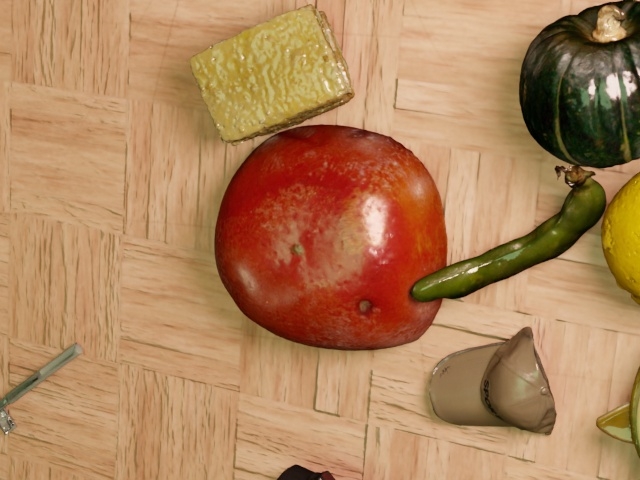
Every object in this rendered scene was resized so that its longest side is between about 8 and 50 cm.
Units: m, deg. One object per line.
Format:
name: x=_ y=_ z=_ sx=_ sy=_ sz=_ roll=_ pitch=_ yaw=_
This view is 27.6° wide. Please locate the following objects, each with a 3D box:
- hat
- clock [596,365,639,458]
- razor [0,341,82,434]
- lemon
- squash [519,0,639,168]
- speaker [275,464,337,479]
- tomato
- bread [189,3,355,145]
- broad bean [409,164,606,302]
hat: x=0.218 y=0.202 z=1.669 sx=0.175 sy=0.085 sz=0.147 roll=-14 pitch=97 yaw=25
clock: x=0.510 y=0.205 z=1.523 sx=0.348 sy=0.117 sz=0.286 roll=-28 pitch=91 yaw=28
razor: x=-0.442 y=0.217 z=1.999 sx=0.211 sy=0.036 sz=0.084 roll=-36 pitch=89 yaw=27
lemon: x=0.410 y=-0.005 z=1.486 sx=0.173 sy=0.173 sz=0.206 roll=39 pitch=124 yaw=11
squash: x=0.327 y=-0.178 z=1.458 sx=0.218 sy=0.218 sz=0.172 roll=-21 pitch=102 yaw=27
speaker: x=0.096 y=0.442 z=1.781 sx=0.330 sy=0.198 sz=0.259 roll=18 pitch=150 yaw=35
tomato: x=-0.004 y=0.008 z=1.694 sx=0.338 sy=0.144 sz=0.338 roll=5 pitch=103 yaw=21
bread: x=-0.056 y=-0.212 z=1.684 sx=0.196 sy=0.102 sz=0.138 roll=-22 pitch=96 yaw=24
broad bean: x=0.244 y=-0.002 z=1.587 sx=0.292 sy=0.144 sz=0.049 roll=-41 pitch=53 yaw=36
